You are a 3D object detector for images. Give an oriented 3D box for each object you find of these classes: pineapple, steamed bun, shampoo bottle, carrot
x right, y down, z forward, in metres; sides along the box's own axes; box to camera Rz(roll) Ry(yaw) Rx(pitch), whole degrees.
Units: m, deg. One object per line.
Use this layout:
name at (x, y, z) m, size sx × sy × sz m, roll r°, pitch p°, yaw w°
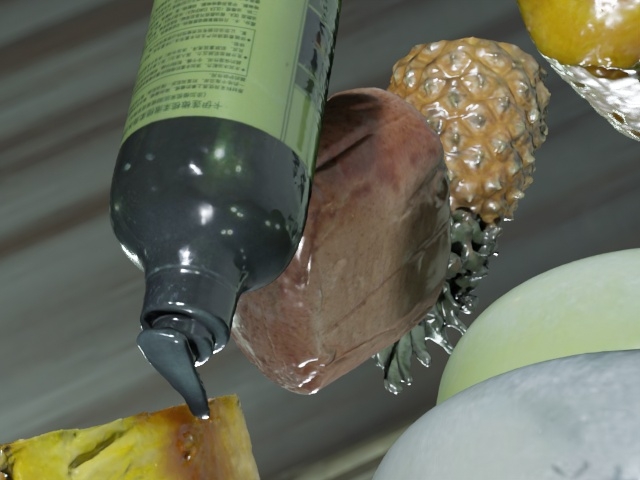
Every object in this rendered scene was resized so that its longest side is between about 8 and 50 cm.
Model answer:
pineapple at (0.108, -0.011, 1.766) m, size 0.169 × 0.169 × 0.340 m, roll 91°, pitch -170°, yaw -69°
steamed bun at (0.000, 0.000, 1.177) m, size 0.106 × 0.145 × 0.175 m, roll 32°, pitch 137°, yaw 31°
shampoo bottle at (-0.051, -0.049, 1.006) m, size 0.101 × 0.101 × 0.284 m, roll 78°, pitch -163°, yaw -52°
pineapple at (-0.131, 0.160, 1.234) m, size 0.236 × 0.186 × 0.114 m, roll -22°, pitch -85°, yaw -80°
shampoo bottle at (0.173, 0.190, 0.937) m, size 0.322 × 0.322 × 0.317 m, roll 79°, pitch -163°, yaw -54°
carrot at (0.371, -0.228, 2.094) m, size 0.341 × 0.241 × 0.241 m, roll 30°, pitch -158°, yaw -48°
